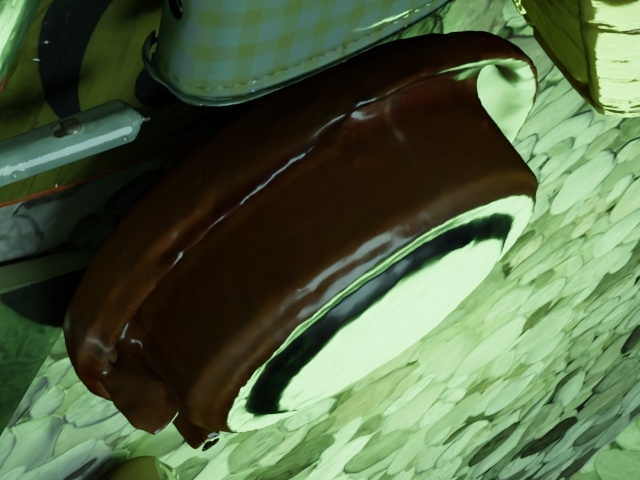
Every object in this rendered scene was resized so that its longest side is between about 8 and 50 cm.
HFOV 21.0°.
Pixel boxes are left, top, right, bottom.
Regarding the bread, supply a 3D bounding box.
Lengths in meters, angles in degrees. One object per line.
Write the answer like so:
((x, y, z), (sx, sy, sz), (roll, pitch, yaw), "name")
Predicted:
((0.192, -0.183, 1.112), (0.119, 0.152, 0.288), (-34, 158, 0), "bread")

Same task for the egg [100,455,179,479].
((-0.155, 0.225, 1.439), (0.096, 0.080, 0.080), (-31, 159, 0), "egg")

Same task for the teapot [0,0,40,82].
((-0.166, -0.207, 0.477), (0.285, 0.305, 0.223), (-53, -167, 14), "teapot")

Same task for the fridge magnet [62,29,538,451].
((0.000, 0.000, 1.136), (0.363, 0.155, 0.363), (-33, 164, -11), "fridge magnet")

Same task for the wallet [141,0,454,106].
((0.023, -0.219, 0.855), (0.223, 0.077, 0.309), (-24, 149, -31), "wallet")

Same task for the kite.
((-0.061, -0.127, 0.989), (0.377, 0.013, 0.327), (-43, 160, 5), "kite")

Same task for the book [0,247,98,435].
((-0.244, 0.099, 1.114), (0.160, 0.024, 0.228), (-17, 149, -48), "book")

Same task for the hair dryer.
((-0.154, -0.049, 0.908), (0.137, 0.047, 0.082), (-20, 152, -18), "hair dryer")
